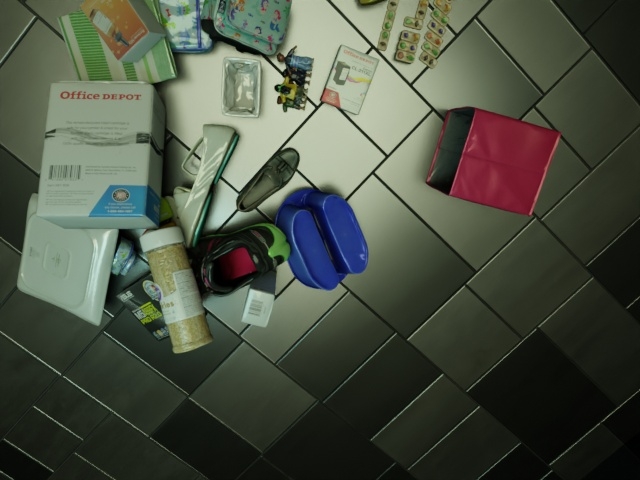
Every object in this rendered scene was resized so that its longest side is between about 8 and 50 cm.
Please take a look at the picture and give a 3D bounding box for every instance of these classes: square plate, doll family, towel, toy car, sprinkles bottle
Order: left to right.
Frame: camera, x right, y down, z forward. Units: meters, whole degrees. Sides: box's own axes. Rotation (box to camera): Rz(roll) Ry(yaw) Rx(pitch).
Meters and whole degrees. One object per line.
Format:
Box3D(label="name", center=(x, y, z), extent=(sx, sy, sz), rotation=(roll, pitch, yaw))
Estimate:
Box3D(label="square plate", center=(-0.823, 0.063, 1.521), extent=(0.345, 0.049, 0.346), rotation=(20, 104, 13))
Box3D(label="towel", center=(-0.589, -0.564, 1.387), extent=(0.325, 0.038, 0.247), rotation=(-8, 105, 16))
Box3D(label="toy car", center=(-0.523, -0.053, 1.527), extent=(0.136, 0.159, 0.181), rotation=(-4, 109, 36))
Box3D(label="sprinkles bottle", center=(-0.417, 0.141, 1.393), extent=(0.122, 0.121, 0.354), rotation=(-17, 89, 2))
Box3D(label="doll family", center=(-0.088, -0.489, 1.456), extent=(0.112, 0.076, 0.192), rotation=(12, 99, -1))

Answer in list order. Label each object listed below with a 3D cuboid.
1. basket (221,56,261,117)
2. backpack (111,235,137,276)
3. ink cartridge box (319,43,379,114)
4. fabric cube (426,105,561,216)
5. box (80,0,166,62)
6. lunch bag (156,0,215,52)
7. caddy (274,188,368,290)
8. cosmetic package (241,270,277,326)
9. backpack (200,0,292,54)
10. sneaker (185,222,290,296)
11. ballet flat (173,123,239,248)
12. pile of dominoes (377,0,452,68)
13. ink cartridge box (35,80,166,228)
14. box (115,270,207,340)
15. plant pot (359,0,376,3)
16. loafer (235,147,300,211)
Box3D(label="basket", center=(-0.234, -0.457, 1.439), extent=(0.114, 0.103, 0.167), rotation=(4, 105, -4))
Box3D(label="backpack", center=(-0.648, 0.051, 1.557), extent=(0.084, 0.105, 0.114), rotation=(27, 106, -32))
Box3D(label="ink cartridge box", center=(0.087, -0.489, 1.460), extent=(0.128, 0.072, 0.174), rotation=(19, 104, -7))
Box3D(label="fabric cube", center=(0.508, -0.245, 1.450), extent=(0.259, 0.254, 0.258), rotation=(13, 103, -5))
Box3D(label="box", center=(-0.530, -0.594, 1.293), extent=(0.130, 0.091, 0.170), rotation=(-32, 98, 21))
Box3D(label="lunch bag", center=(-0.391, -0.661, 1.388), extent=(0.176, 0.090, 0.218), rotation=(1, 106, -6))
Box3D(label="caddy", center=(0.000, 0.000, 1.536), extent=(0.242, 0.179, 0.341), rotation=(-28, 105, -20))
Box3D(label="cosmetic package", center=(-0.194, 0.176, 1.541), extent=(0.086, 0.231, 0.117), rotation=(16, 104, -6))
Box3D(label="backpack", center=(-0.194, -0.671, 1.327), extent=(0.225, 0.191, 0.253), rotation=(8, 99, -43))
Box3D(label="sneaker", center=(-0.324, 0.077, 1.479), extent=(0.483, 0.202, 0.185), rotation=(-23, 101, 32))
Box3D(label="ballet flat", center=(-0.380, -0.177, 1.490), extent=(0.139, 0.139, 0.399), rotation=(22, 95, -8))
Box3D(label="pile of dominoes", center=(0.294, -0.664, 1.440), extent=(0.196, 0.040, 0.250), rotation=(13, 104, -6))
Box3D(label="ink cartridge box", center=(-0.612, -0.239, 1.372), extent=(0.286, 0.166, 0.394), rotation=(0, 78, -3))
Box3D(label="box", center=(-0.519, 0.209, 1.552), extent=(0.270, 0.060, 0.216), rotation=(-25, 109, 41))
Box3D(label="plant pot", center=(0.148, -0.732, 1.397), extent=(0.083, 0.081, 0.081), rotation=(-22, 105, 15))
Box3D(label="loafer", center=(-0.165, -0.184, 1.523), extent=(0.096, 0.084, 0.267), rotation=(43, 99, -12))
